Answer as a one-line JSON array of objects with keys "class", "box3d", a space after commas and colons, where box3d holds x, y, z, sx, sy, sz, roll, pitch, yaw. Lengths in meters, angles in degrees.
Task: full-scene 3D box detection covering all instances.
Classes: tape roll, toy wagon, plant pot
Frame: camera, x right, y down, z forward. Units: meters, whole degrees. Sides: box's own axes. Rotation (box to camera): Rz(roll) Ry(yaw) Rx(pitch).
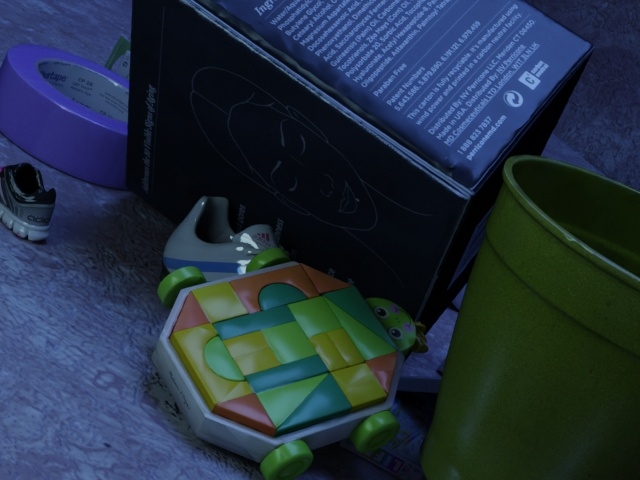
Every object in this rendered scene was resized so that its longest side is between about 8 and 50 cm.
[{"class": "tape roll", "box3d": [-0.350, -0.183, 1.995, 0.274, 0.090, 0.275, 26, 18, -9]}, {"class": "toy wagon", "box3d": [-0.015, 0.120, 1.517, 0.344, 0.068, 0.267, -13, 56, -34]}, {"class": "plant pot", "box3d": [0.287, 0.149, 1.476, 0.366, 0.353, 0.366, 22, 20, -9]}]

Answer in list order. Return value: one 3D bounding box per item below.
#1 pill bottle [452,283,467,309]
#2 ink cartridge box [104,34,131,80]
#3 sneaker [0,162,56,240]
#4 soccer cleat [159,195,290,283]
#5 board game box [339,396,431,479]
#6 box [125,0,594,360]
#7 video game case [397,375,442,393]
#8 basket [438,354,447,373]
[{"class": "pill bottle", "box3d": [0.237, 0.036, 2.264, 0.108, 0.108, 0.180, 20, 19, -26]}, {"class": "ink cartridge box", "box3d": [-0.288, -0.239, 2.202, 0.209, 0.109, 0.062, 36, 18, 18]}, {"class": "sneaker", "box3d": [-0.384, -0.073, 1.665, 0.170, 0.075, 0.063, 38, 20, 25]}, {"class": "soccer cleat", "box3d": [-0.070, 0.069, 1.651, 0.331, 0.143, 0.116, 40, 21, 28]}, {"class": "board game box", "box3d": [0.081, 0.230, 1.639, 0.103, 0.026, 0.154, 29, 18, -2]}, {"class": "box", "box3d": [0.019, -0.149, 1.723, 0.471, 0.480, 0.297, 35, 60, 11]}, {"class": "video game case", "box3d": [0.180, 0.190, 1.738, 0.190, 0.022, 0.173, -2, -9, 45]}, {"class": "basket", "box3d": [0.267, 0.147, 1.928, 0.103, 0.167, 0.113, 42, 21, 16]}]
